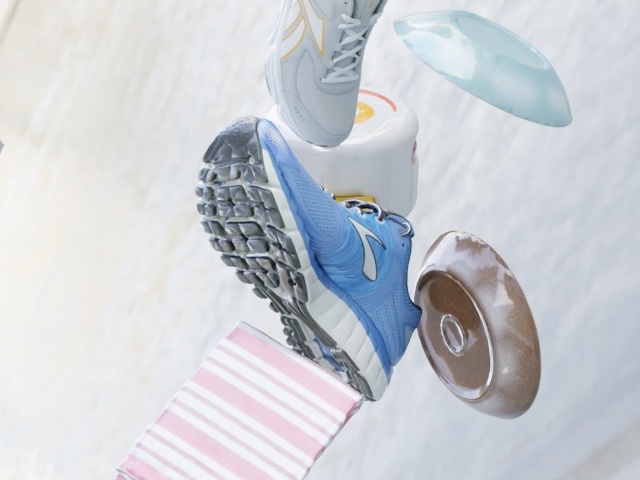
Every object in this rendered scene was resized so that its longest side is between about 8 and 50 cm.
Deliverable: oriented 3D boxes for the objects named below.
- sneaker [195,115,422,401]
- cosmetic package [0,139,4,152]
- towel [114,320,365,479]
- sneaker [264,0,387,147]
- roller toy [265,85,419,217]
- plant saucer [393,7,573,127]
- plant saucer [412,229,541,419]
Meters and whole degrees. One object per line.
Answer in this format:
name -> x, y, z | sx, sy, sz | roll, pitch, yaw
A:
sneaker -> 0.000, 0.000, 1.477 | 0.130, 0.330, 0.147 | 13, 55, 43
cosmetic package -> -0.530, -0.161, 2.142 | 0.098, 0.060, 0.239 | -68, -27, -23
towel -> -0.072, 0.178, 1.394 | 0.197, 0.144, 0.029 | -50, -18, -25
sneaker -> 0.016, -0.218, 1.526 | 0.121, 0.099, 0.262 | 14, 112, 49
roller toy -> 0.028, -0.093, 1.906 | 0.209, 0.191, 0.146 | 27, 129, 41
plant saucer -> 0.162, -0.175, 1.461 | 0.037, 0.195, 0.195 | -61, 16, 22
plant saucer -> 0.145, 0.089, 1.543 | 0.198, 0.036, 0.198 | 41, 140, 47
